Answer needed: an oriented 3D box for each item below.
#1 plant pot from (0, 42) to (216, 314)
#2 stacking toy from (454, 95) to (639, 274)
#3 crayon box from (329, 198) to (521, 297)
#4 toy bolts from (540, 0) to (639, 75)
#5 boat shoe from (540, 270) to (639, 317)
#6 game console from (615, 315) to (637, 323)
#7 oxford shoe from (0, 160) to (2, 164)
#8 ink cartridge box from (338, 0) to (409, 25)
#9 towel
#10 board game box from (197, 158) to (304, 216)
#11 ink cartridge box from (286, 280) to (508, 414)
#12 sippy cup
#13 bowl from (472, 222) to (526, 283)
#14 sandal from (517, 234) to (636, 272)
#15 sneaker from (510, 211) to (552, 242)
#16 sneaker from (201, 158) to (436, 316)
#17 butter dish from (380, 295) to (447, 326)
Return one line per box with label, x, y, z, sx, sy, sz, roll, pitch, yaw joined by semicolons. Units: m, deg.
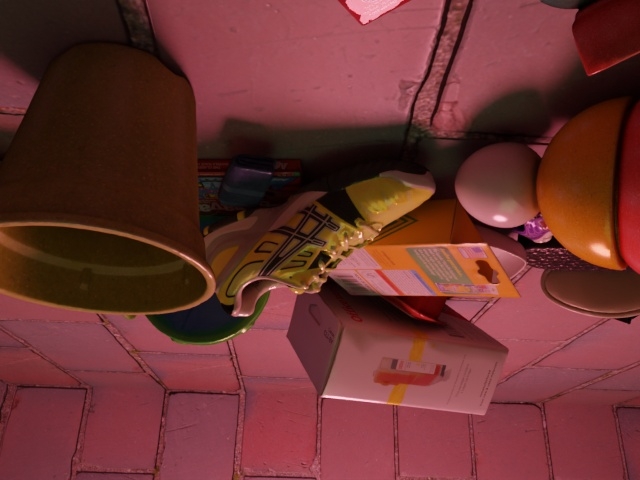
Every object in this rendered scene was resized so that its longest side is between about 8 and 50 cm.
plant pot;-0.249;-0.075;0.694;0.276;0.254;0.276;1;156;1
stacking toy;0.393;-0.072;0.717;0.480;0.350;0.350;7;163;38
crayon box;0.154;0.020;1.004;0.323;0.083;0.203;-2;151;33
toy bolts;0.285;-0.257;0.474;0.228;0.158;0.218;-25;-174;27
boat shoe;0.601;0.073;1.139;0.340;0.127;0.113;-11;176;21
game console;0.719;0.147;1.412;0.107;0.071;0.122;21;170;39
oxford shoe;-0.435;-0.037;0.913;0.449;0.130;0.169;9;154;-10
ink cartridge box;0.032;-0.271;0.466;0.127;0.072;0.175;-17;150;36
towel;-0.109;-0.085;0.869;0.067;0.029;0.119;8;154;-17
board game box;-0.167;-0.080;0.948;0.281;0.027;0.145;0;156;3
ink cartridge box;0.149;0.221;1.280;0.385;0.160;0.279;13;-168;-21
sippy cup;-0.196;0.084;1.101;0.305;0.240;0.224;23;166;6
bowl;0.292;0.022;1.087;0.142;0.053;0.142;21;152;-4
sandal;0.557;-0.012;0.995;0.446;0.107;0.167;1;160;31
sneaker;0.360;-0.042;0.959;0.071;0.068;0.170;11;155;-7
sneaker;0.000;0.000;0.905;0.385;0.147;0.145;-23;160;19
butter dish;0.193;0.086;1.196;0.160;0.118;0.160;33;-177;35
